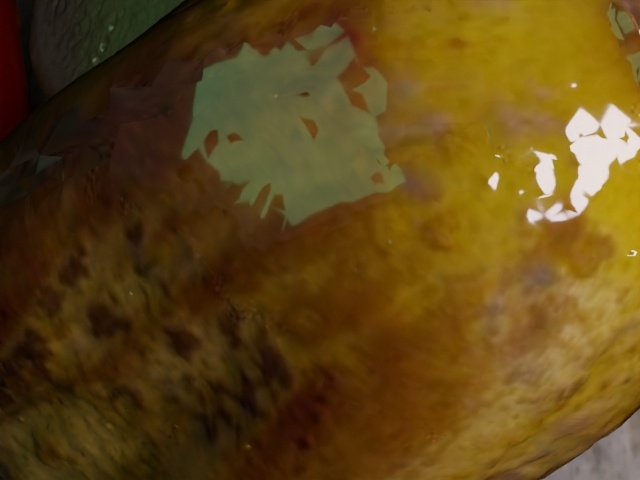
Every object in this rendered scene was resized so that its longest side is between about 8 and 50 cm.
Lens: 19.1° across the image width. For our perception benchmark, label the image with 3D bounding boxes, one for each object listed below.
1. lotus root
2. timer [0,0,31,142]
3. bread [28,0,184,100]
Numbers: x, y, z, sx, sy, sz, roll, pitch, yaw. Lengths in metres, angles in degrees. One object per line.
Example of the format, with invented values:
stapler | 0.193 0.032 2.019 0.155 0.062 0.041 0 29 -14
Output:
lotus root | 0.007 -0.001 0.561 0.291 0.193 0.193 -37 55 45
timer | -0.267 -0.066 0.830 0.378 0.279 0.378 170 90 -78
bread | -0.032 -0.134 0.721 0.236 0.070 0.236 -18 68 54
